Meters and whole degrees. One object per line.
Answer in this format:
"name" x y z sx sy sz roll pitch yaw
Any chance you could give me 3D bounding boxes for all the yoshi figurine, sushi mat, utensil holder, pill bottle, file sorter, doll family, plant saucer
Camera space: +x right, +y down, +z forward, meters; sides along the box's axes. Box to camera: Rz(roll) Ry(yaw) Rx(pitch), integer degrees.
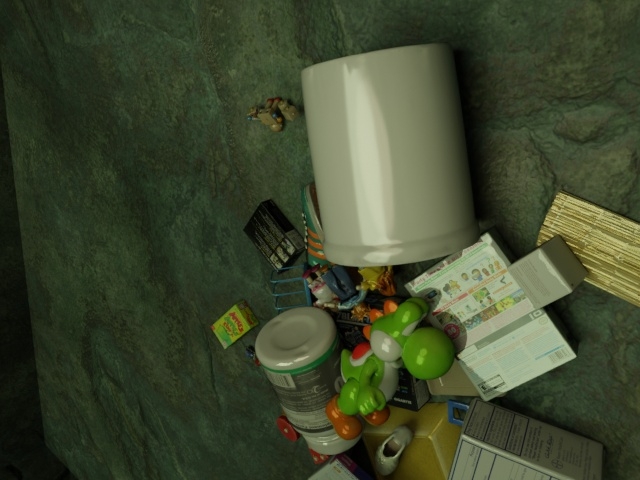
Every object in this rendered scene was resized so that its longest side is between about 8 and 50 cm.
"yoshi figurine" 0.165 0.296 1.259 0.203 0.203 0.362 18 120 -11
"sushi mat" 0.571 0.033 1.092 0.317 0.019 0.151 30 126 29
"utensil holder" 0.140 -0.175 1.177 0.328 0.328 0.384 1 105 40
"pill bottle" -0.013 0.362 1.465 0.204 0.204 0.360 9 132 38
"file sorter" -0.074 0.164 1.602 0.105 0.118 0.170 -8 105 0
"doll family" 0.088 0.103 1.395 0.263 0.118 0.163 -35 106 9
"plant saucer" 0.254 0.604 1.552 0.333 0.081 0.332 -15 97 42

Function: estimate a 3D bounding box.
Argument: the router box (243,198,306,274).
"router box" -0.132 -0.009 1.658 0.178 0.046 0.133 51 132 13

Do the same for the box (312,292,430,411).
"box" 0.129 0.283 1.533 0.296 0.073 0.293 1 107 42

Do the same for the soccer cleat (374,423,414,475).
"soccer cleat" 0.176 0.546 1.487 0.068 0.076 0.196 38 128 23

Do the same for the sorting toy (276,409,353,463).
"sorting toy" -0.026 0.550 1.722 0.257 0.089 0.255 32 139 28

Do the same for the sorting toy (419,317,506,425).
"sorting toy" 0.334 0.280 1.378 0.196 0.047 0.347 -12 99 38

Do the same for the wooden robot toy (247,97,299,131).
"wooden robot toy" -0.114 -0.323 1.521 0.174 0.076 0.079 5 145 39

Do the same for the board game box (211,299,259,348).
"board game box" -0.284 0.279 1.905 0.181 0.043 0.092 -41 79 42

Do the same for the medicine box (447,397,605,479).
"medicine box" 0.438 0.536 1.283 0.290 0.149 0.263 18 118 21

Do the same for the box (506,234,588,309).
"box" 0.444 0.060 1.130 0.101 0.102 0.087 56 135 9

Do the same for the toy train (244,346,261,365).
"toy train" -0.193 0.393 1.877 0.158 0.036 0.027 31 125 28

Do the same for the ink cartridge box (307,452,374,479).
"ink cartridge box" 0.139 0.710 1.566 0.324 0.071 0.330 40 146 9

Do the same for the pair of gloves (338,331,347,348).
"pair of gloves" 0.036 0.274 1.559 0.074 0.010 0.083 50 131 17

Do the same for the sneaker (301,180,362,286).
"sneaker" 0.000 0.000 1.506 0.121 0.108 0.301 -16 98 39

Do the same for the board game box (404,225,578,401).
"board game box" 0.362 0.156 1.237 0.224 0.098 0.303 -37 83 28
